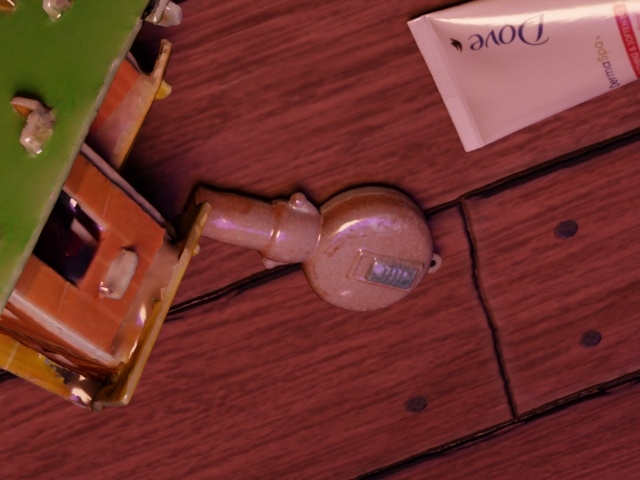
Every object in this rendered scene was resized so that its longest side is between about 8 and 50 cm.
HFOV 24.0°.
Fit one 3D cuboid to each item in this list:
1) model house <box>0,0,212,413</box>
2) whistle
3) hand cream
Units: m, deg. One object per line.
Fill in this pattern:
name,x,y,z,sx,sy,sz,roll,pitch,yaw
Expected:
model house,-0.231,-0.040,1.039,0.300,0.340,0.323,-66,154,-14
whistle,0.000,0.000,1.172,0.220,0.057,0.107,14,121,-23
hand cream,0.198,-0.157,1.106,0.247,0.083,0.133,-22,127,13
